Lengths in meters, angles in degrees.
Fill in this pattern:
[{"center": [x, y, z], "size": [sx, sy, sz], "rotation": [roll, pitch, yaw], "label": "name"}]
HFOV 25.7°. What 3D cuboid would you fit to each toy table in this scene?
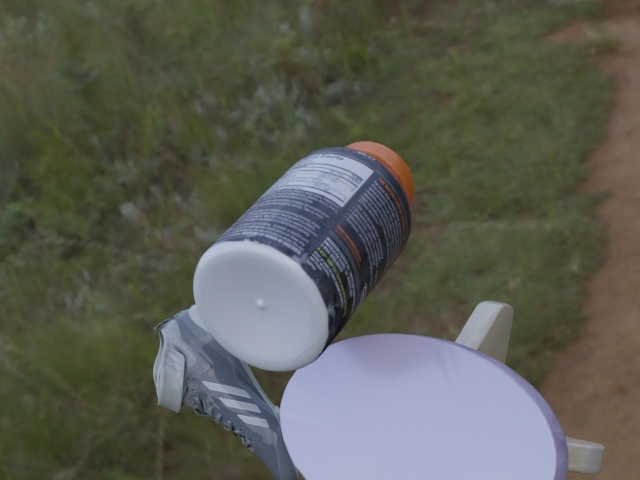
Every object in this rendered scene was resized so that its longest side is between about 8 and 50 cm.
[{"center": [0.117, 0.179, 1.282], "size": [0.274, 0.252, 0.161], "rotation": [23, 7, 32], "label": "toy table"}]

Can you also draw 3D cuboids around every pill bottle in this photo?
[{"center": [0.000, 0.000, 1.246], "size": [0.130, 0.130, 0.246], "rotation": [-5, 25, 32], "label": "pill bottle"}]

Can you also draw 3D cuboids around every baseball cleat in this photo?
[{"center": [-0.100, 0.166, 1.401], "size": [0.109, 0.206, 0.072], "rotation": [-26, -12, -16], "label": "baseball cleat"}]
